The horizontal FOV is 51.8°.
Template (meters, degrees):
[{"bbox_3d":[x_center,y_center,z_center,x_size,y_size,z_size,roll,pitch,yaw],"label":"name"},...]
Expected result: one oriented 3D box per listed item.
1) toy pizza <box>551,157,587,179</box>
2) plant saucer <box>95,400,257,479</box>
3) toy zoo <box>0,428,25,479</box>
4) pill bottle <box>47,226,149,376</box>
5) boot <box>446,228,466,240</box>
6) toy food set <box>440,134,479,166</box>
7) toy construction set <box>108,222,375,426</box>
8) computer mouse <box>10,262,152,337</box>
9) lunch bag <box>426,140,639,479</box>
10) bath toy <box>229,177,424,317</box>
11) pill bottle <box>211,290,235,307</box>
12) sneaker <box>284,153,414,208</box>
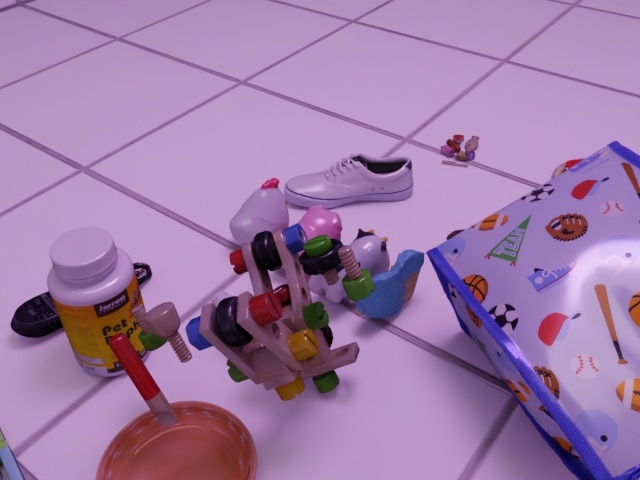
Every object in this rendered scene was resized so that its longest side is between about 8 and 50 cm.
[{"bbox_3d":[0.564,-0.116,1.307,0.202,0.032,0.201,-1,39,1],"label":"toy pizza"},{"bbox_3d":[-0.179,0.295,0.836,0.200,0.037,0.199,-1,40,1],"label":"plant saucer"},{"bbox_3d":[-0.436,0.354,0.778,0.192,0.030,0.293,-26,45,-27],"label":"toy zoo"},{"bbox_3d":[-0.318,0.088,0.951,0.117,0.214,0.117,-1,40,1],"label":"pill bottle"},{"bbox_3d":[0.290,0.012,1.165,0.107,0.037,0.114,-9,36,-12],"label":"boot"},{"bbox_3d":[0.301,-0.203,1.432,0.078,0.019,0.122,10,41,14],"label":"toy food set"},{"bbox_3d":[-0.079,0.147,0.865,0.309,0.237,0.257,-27,19,-8],"label":"toy construction set"},{"bbox_3d":[-0.386,0.098,1.088,0.242,0.041,0.071,-24,43,-34],"label":"computer mouse"},{"bbox_3d":[0.378,0.104,0.835,0.328,0.239,0.385,-33,37,0],"label":"lunch bag"},{"bbox_3d":[0.000,0.000,1.117,0.348,0.128,0.151,28,14,30],"label":"bath toy"},{"bbox_3d":[-0.139,0.115,1.046,0.043,0.043,0.083,-27,45,-27],"label":"pill bottle"},{"bbox_3d":[0.055,-0.127,1.293,0.258,0.091,0.094,-6,40,-6],"label":"sneaker"}]
